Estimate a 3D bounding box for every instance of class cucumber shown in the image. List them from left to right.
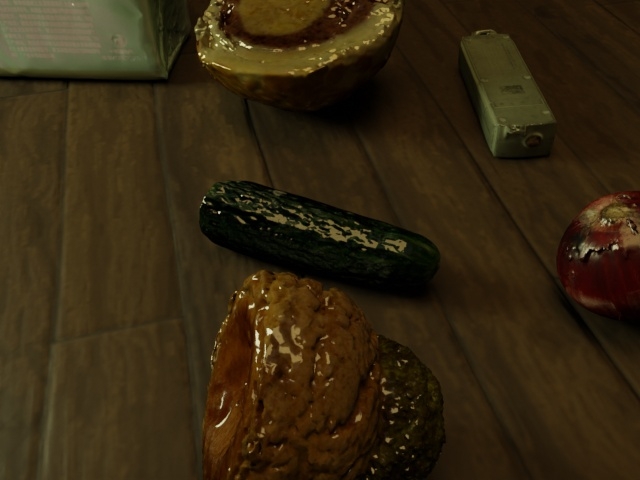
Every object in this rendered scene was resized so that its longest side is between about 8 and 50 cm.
[{"bbox_3d":[0.000,-0.001,0.749,0.241,0.075,0.074,16,43,17],"label":"cucumber"}]

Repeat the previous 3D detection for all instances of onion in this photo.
[{"bbox_3d":[0.278,0.016,0.680,0.131,0.131,0.131,-1,40,1],"label":"onion"}]

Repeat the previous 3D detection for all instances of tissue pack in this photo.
[{"bbox_3d":[-0.408,-0.402,1.043,0.404,0.332,0.205,4,42,7],"label":"tissue pack"}]

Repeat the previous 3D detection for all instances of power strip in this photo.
[{"bbox_3d":[0.235,-0.194,0.982,0.078,0.052,0.272,-3,39,-1],"label":"power strip"}]

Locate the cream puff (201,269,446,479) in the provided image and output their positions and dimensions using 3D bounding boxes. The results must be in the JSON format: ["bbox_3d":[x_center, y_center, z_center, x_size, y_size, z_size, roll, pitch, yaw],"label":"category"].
[{"bbox_3d":[0.011,0.119,0.555,0.168,0.183,0.183,12,37,-17],"label":"cream puff"}]

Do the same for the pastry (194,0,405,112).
[{"bbox_3d":[-0.026,-0.256,0.990,0.255,0.170,0.237,11,62,9],"label":"pastry"}]
